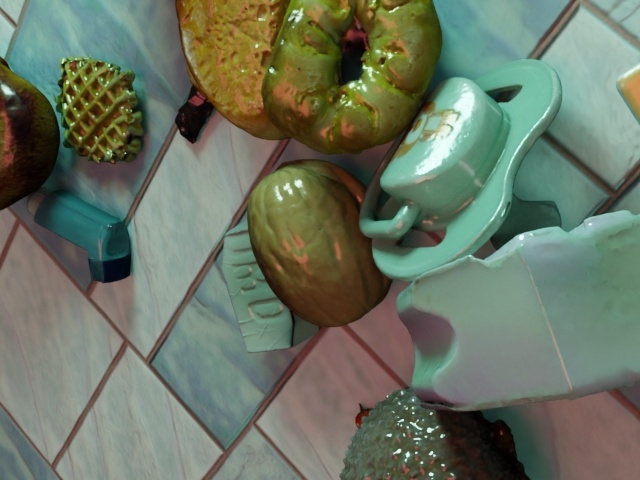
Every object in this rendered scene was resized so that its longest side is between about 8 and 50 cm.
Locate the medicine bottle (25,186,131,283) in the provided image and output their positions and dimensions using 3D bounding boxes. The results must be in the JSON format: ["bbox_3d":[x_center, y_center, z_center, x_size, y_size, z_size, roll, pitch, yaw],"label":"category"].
[{"bbox_3d":[-0.478,-0.019,1.601,0.258,0.079,0.124,27,117,25],"label":"medicine bottle"}]

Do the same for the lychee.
[{"bbox_3d":[0.162,0.355,1.167,0.300,0.300,0.300,10,109,31],"label":"lychee"}]

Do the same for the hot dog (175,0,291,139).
[{"bbox_3d":[-0.105,-0.358,1.197,0.223,0.185,0.405,14,110,28],"label":"hot dog"}]

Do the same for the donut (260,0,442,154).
[{"bbox_3d":[0.045,-0.238,1.059,0.208,0.128,0.261,25,98,3],"label":"donut"}]

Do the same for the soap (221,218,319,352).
[{"bbox_3d":[-0.086,0.063,1.363,0.145,0.091,0.230,-13,97,35],"label":"soap"}]

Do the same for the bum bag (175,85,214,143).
[{"bbox_3d":[-0.215,-0.224,1.397,0.058,0.034,0.124,43,123,5],"label":"bum bag"}]

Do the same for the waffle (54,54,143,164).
[{"bbox_3d":[-0.417,-0.242,1.512,0.214,0.054,0.208,19,116,26],"label":"waffle"}]

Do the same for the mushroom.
[{"bbox_3d":[-0.675,-0.213,1.553,0.345,0.259,0.345,6,99,37],"label":"mushroom"}]

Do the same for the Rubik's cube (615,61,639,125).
[{"bbox_3d":[0.518,-0.128,0.792,0.291,0.290,0.292,-34,85,35],"label":"Rubik's cube"}]

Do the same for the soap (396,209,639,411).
[{"bbox_3d":[0.228,0.093,0.914,0.261,0.446,0.156,-13,81,-7],"label":"soap"}]

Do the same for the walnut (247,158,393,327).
[{"bbox_3d":[0.000,0.000,1.208,0.225,0.225,0.261,-31,83,35],"label":"walnut"}]

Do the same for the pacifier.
[{"bbox_3d":[0.207,-0.066,1.070,0.269,0.343,0.288,41,163,-26],"label":"pacifier"}]

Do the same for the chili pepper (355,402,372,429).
[{"bbox_3d":[0.105,0.354,1.359,0.045,0.027,0.178,-32,87,34],"label":"chili pepper"}]
